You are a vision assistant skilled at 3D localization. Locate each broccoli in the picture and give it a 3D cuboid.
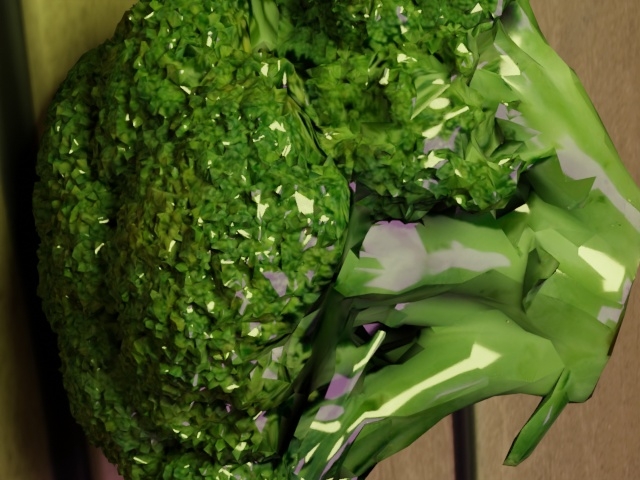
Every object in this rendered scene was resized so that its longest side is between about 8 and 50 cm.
[{"bbox_3d":[0.001,0.000,1.007,0.310,0.321,0.413,15,91,-29],"label":"broccoli"}]
